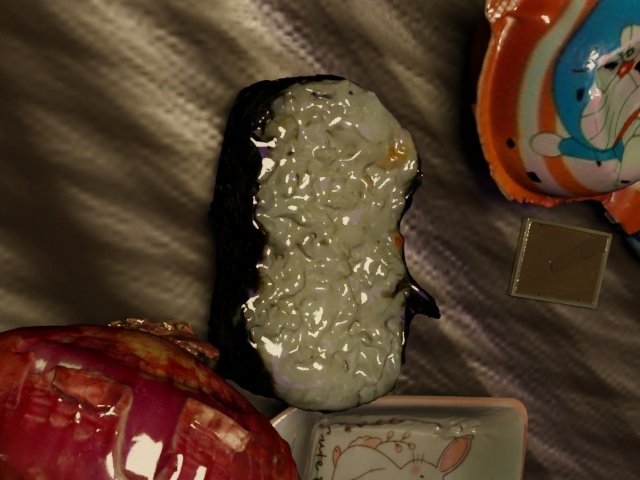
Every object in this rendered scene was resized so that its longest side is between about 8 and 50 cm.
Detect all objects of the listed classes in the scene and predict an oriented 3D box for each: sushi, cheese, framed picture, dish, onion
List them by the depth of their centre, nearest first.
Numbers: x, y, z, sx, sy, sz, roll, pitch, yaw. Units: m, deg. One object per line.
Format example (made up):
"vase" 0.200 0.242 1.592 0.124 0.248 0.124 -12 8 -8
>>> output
"onion" -0.110 0.117 0.566 0.230 0.230 0.163 44 51 -23
"sushi" 0.000 0.000 0.625 0.147 0.115 0.212 -3 94 -20
"dish" 0.033 0.180 0.699 0.234 0.064 0.153 5 96 -25
"cheese" 0.216 -0.099 0.704 0.217 0.129 0.329 -51 132 -3
"framed picture" 0.196 0.019 0.778 0.089 0.007 0.066 9 94 -25
